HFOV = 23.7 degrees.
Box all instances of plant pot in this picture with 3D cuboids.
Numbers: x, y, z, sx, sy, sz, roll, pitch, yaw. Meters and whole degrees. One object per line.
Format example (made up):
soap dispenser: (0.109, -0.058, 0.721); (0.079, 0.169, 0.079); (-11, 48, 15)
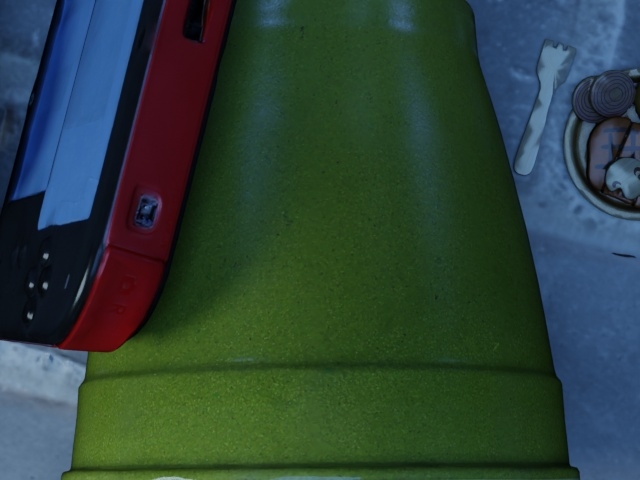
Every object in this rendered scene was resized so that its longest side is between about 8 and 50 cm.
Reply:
plant pot: (0.000, 0.000, 1.111); (0.366, 0.366, 0.353); (0, 81, 3)

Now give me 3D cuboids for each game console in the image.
game console: (-0.156, -0.114, 1.076); (0.060, 0.342, 0.387); (17, 81, -26)

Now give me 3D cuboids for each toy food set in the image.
toy food set: (0.258, -0.081, 1.222); (0.192, 0.038, 0.132); (16, 94, 2)
